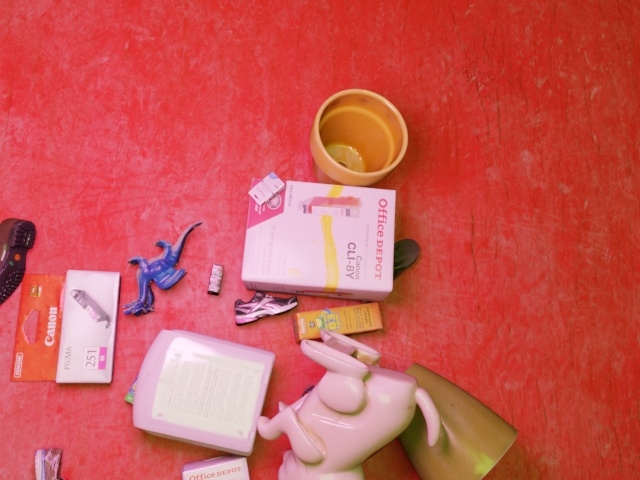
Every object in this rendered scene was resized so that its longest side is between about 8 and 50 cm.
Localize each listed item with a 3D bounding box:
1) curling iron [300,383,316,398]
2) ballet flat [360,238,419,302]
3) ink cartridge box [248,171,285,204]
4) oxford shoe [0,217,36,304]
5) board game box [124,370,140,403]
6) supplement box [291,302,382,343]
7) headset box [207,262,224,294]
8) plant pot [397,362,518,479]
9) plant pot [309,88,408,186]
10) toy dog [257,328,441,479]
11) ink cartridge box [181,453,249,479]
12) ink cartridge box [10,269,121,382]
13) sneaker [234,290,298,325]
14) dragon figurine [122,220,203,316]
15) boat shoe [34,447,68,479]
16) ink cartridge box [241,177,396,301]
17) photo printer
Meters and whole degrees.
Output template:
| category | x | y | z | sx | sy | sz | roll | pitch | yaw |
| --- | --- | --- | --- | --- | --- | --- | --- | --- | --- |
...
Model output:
| category | x | y | z | sx | sy | sz | roll | pitch | yaw |
| --- | --- | --- | --- | --- | --- | --- | --- | --- | --- |
| curling iron | 0.030 | 0.504 | 1.511 | 0.068 | 0.035 | 0.274 | -31 | 86 | -8 |
| ballet flat | 0.193 | 0.089 | 1.638 | 0.084 | 0.058 | 0.250 | 37 | 66 | 16 |
| ink cartridge box | -0.136 | -0.127 | 1.453 | 0.083 | 0.028 | 0.048 | -41 | 79 | -12 |
| oxford shoe | -0.783 | 0.053 | 1.415 | 0.096 | 0.083 | 0.228 | 12 | 77 | 17 |
| board game box | -0.367 | 0.380 | 1.446 | 0.201 | 0.035 | 0.136 | 27 | 73 | -6 |
| supplement box | 0.044 | 0.223 | 1.556 | 0.233 | 0.080 | 0.078 | -7 | 77 | -12 |
| headset box | -0.276 | 0.100 | 1.518 | 0.032 | 0.062 | 0.084 | 12 | 74 | -11 |
| plant pot | 0.299 | 0.471 | 1.481 | 0.274 | 0.275 | 0.293 | -39 | 73 | -18 |
| plant pot | 0.082 | -0.244 | 1.580 | 0.253 | 0.239 | 0.254 | 4 | 71 | -12 |
| toy dog | 0.050 | 0.466 | 1.373 | 0.395 | 0.284 | 0.408 | 23 | 94 | 4 |
| ink cartridge box | -0.243 | 0.643 | 1.385 | 0.160 | 0.092 | 0.220 | -8 | 80 | -15 |
| ink cartridge box | -0.626 | 0.210 | 1.415 | 0.238 | 0.060 | 0.276 | 3 | 77 | -13 |
| sneaker | -0.146 | 0.167 | 1.529 | 0.178 | 0.072 | 0.077 | -13 | 79 | -16 |
| dragon figurine | -0.396 | 0.077 | 1.482 | 0.289 | 0.085 | 0.144 | -35 | 89 | -13 |
| boat shoe | -0.617 | 0.574 | 1.328 | 0.066 | 0.066 | 0.184 | -8 | 79 | -16 |
| ink cartridge box | 0.000 | 0.000 | 1.523 | 0.384 | 0.160 | 0.280 | 5 | 75 | -2 |
| photo printer | -0.287 | 0.361 | 1.393 | 0.307 | 0.107 | 0.256 | 15 | 75 | -9 |
